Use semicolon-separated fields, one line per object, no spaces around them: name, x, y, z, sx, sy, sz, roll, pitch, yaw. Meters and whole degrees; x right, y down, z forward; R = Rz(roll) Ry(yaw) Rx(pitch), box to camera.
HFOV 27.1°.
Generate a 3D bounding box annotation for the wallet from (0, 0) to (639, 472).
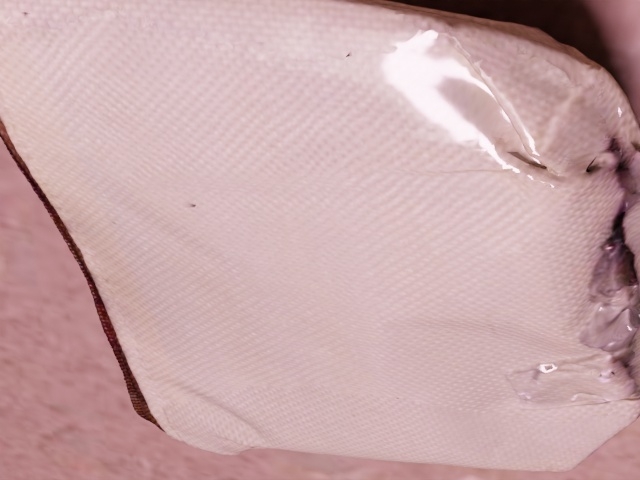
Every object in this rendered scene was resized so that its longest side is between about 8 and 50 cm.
wallet;-0.002;0.002;0.542;0.274;0.068;0.335;7;144;18
